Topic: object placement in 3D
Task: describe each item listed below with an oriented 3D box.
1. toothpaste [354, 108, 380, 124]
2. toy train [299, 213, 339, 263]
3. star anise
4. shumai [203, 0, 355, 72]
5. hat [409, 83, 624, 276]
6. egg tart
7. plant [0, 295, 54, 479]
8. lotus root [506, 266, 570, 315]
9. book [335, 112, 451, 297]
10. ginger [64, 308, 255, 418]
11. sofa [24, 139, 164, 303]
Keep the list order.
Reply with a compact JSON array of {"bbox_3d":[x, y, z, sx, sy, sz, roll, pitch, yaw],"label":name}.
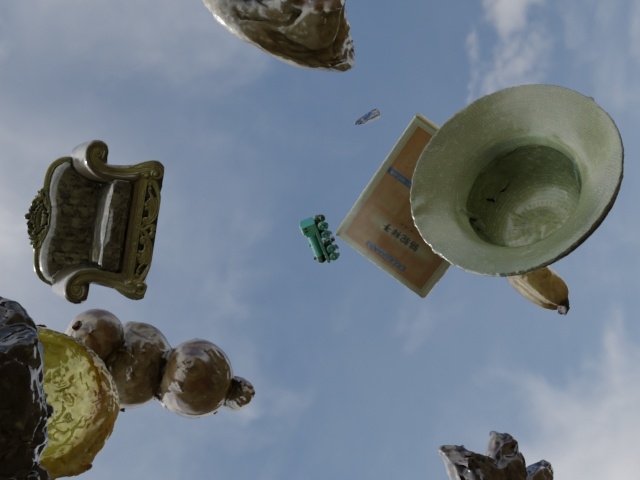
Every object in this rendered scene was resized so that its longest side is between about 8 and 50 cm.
[{"bbox_3d":[0.086,-0.216,1.884,0.083,0.027,0.019,-36,-68,-58],"label":"toothpaste"},{"bbox_3d":[0.000,0.000,1.662,0.045,0.029,0.092,-20,-53,2],"label":"toy train"},{"bbox_3d":[0.259,0.385,1.505,0.223,0.109,0.236,38,-120,-18],"label":"star anise"},{"bbox_3d":[-0.035,-0.283,1.258,0.201,0.201,0.120,-4,-52,-49],"label":"shumai"},{"bbox_3d":[0.245,-0.044,1.264,0.257,0.257,0.130,-57,-41,-12],"label":"hat"},{"bbox_3d":[-0.471,0.266,1.681,0.315,0.315,0.120,-27,-29,-39],"label":"egg tart"},{"bbox_3d":[-0.277,0.146,0.830,0.143,0.131,0.203,-9,-54,-24],"label":"plant"},{"bbox_3d":[0.341,0.061,1.712,0.063,0.152,0.072,-44,-7,-20],"label":"lotus root"},{"bbox_3d":[0.144,-0.045,1.547,0.241,0.170,0.018,-57,-5,34],"label":"book"},{"bbox_3d":[-0.306,0.249,2.044,0.256,0.375,0.176,121,165,-65],"label":"ginger"},{"bbox_3d":[-0.368,-0.027,1.711,0.182,0.200,0.258,9,-91,-22],"label":"sofa"}]
